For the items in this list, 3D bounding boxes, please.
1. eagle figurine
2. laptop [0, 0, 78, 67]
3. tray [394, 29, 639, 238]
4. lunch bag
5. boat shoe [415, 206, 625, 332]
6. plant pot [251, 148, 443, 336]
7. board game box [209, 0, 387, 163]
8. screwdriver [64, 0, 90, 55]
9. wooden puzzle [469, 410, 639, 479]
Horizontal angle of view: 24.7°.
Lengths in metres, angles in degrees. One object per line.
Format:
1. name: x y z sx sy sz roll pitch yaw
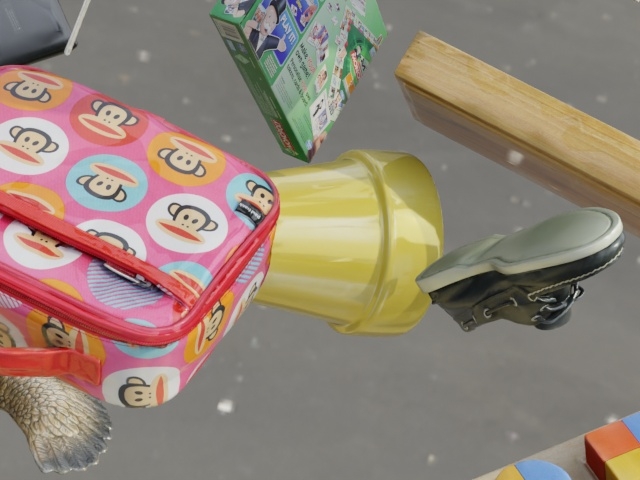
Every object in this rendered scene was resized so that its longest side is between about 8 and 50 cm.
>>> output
1. eagle figurine: -0.415 0.180 1.826 0.298 0.225 0.226 -5 9 41
2. laptop: -0.596 -0.331 1.844 0.408 0.382 0.236 -26 4 -38
3. tray: 0.298 -0.118 1.876 0.411 0.076 0.203 30 -5 16
4. lunch bag: -0.203 0.002 1.145 0.293 0.120 0.258 25 46 11
5. boat shoe: 0.242 0.051 1.676 0.127 0.113 0.340 -37 10 -35
6. plant pot: 0.000 0.000 1.936 0.239 0.254 0.254 3 29 -24
7. board game box: -0.016 -0.259 1.754 0.046 0.213 0.317 23 -18 24
8. screwdriver: -0.166 -0.178 1.033 0.025 0.024 0.170 17 39 -3
9. wooden puzzle: 0.320 0.314 1.548 0.348 0.080 0.322 -24 41 -7
